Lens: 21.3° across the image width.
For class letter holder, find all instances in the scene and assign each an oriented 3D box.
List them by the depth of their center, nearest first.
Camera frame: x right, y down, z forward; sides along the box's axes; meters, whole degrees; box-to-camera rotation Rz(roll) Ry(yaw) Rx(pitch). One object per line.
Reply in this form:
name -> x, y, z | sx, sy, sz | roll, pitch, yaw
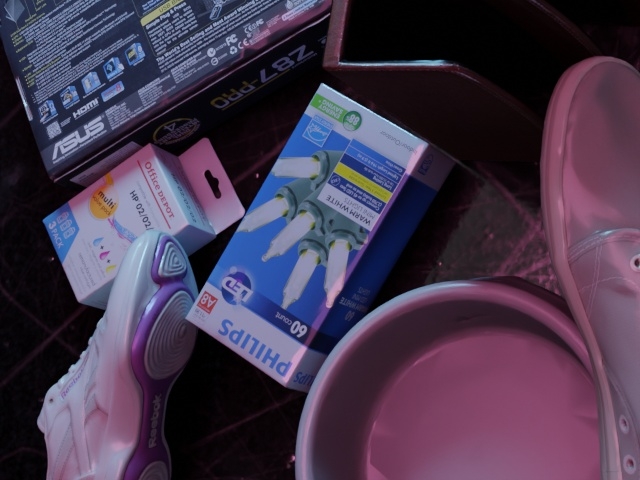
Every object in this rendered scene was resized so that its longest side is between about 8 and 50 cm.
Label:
letter holder -> 0.169, -0.170, 1.439 | 0.214, 0.302, 0.152 | 5, 81, 27

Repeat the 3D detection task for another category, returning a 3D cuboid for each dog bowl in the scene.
dog bowl -> 0.134, 0.192, 1.488 | 0.349, 0.102, 0.348 | -6, 77, 25

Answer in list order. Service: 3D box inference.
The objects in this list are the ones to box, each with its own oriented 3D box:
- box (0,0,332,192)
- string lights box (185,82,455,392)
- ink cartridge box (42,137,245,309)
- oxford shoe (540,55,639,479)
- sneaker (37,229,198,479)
box -> -0.147, -0.273, 1.736 | 0.395, 0.097, 0.318 | -30, 69, 17
string lights box -> 0.000, 0.000, 1.611 | 0.133, 0.077, 0.259 | 32, 93, 27
ink cartridge box -> -0.178, -0.023, 1.711 | 0.181, 0.061, 0.104 | -35, 66, 15
oxford shoe -> 0.283, 0.064, 1.356 | 0.130, 0.169, 0.449 | -23, 73, 53
sneaker -> -0.209, 0.135, 1.648 | 0.152, 0.114, 0.305 | 14, 94, 32
